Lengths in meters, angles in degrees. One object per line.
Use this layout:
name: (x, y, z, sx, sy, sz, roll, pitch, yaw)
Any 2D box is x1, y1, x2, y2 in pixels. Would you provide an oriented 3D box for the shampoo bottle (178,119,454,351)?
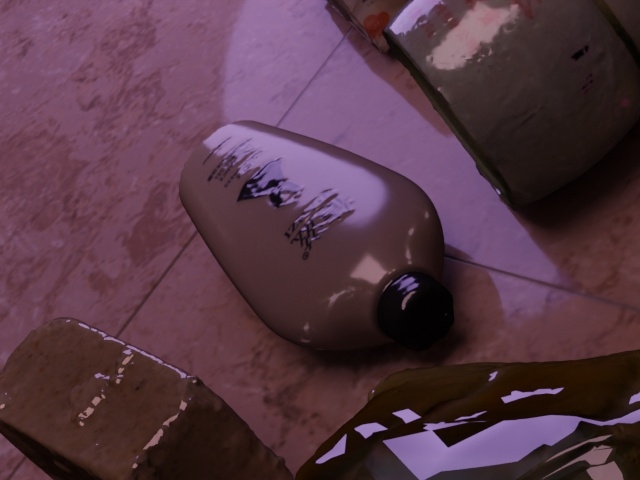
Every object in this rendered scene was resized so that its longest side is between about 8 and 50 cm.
shampoo bottle: (0.000, 0.000, 1.191, 0.127, 0.078, 0.257, -43, 39, -9)

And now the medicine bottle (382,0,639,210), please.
medicine bottle: (0.132, -0.113, 1.134, 0.143, 0.147, 0.147, -37, 37, 2)

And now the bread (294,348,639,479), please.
bread: (0.130, 0.163, 0.794, 0.341, 0.210, 0.300, -5, 45, 36)

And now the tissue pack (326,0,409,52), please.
tissue pack: (0.071, -0.243, 1.366, 0.196, 0.092, 0.148, -41, 37, 0)

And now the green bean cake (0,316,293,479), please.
green bean cake: (-0.112, 0.119, 1.141, 0.179, 0.109, 0.085, 19, 66, 50)
